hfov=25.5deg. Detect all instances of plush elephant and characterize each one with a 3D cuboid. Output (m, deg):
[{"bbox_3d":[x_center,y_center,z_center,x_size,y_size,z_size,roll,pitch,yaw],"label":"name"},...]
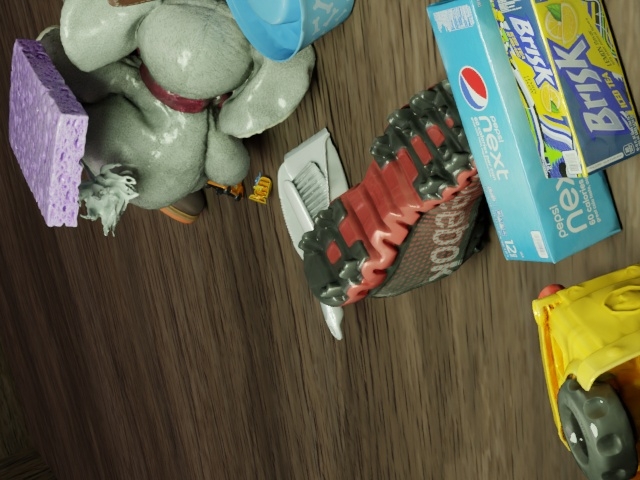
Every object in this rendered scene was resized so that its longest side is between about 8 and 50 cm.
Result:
[{"bbox_3d":[-0.155,-0.178,1.492,0.271,0.255,0.330,32,-157,-15],"label":"plush elephant"}]

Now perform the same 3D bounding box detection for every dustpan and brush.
[{"bbox_3d":[0.000,0.000,1.517,0.211,0.060,0.147,67,157,1],"label":"dustpan and brush"}]

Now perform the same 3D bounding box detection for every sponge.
[{"bbox_3d":[-0.273,-0.110,1.398,0.210,0.031,0.117,-129,42,-54],"label":"sponge"}]

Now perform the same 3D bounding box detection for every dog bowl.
[{"bbox_3d":[-0.054,-0.319,1.324,0.166,0.074,0.297,-3,108,66],"label":"dog bowl"}]

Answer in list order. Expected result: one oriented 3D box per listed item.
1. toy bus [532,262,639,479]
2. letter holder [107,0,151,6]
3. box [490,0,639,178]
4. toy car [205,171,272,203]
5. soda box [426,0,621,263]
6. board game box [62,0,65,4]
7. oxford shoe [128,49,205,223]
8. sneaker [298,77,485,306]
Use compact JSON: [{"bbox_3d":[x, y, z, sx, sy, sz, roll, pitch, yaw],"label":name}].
[{"bbox_3d":[0.231,0.123,1.045,0.211,0.149,0.220,-128,21,-61],"label":"toy bus"},{"bbox_3d":[-0.055,-0.281,1.065,0.152,0.301,0.214,61,157,12],"label":"letter holder"},{"bbox_3d":[0.174,-0.132,1.016,0.054,0.059,0.169,4,115,66],"label":"box"},{"bbox_3d":[-0.087,-0.067,1.703,0.122,0.060,0.041,15,82,42],"label":"toy car"},{"bbox_3d":[0.155,-0.092,1.078,0.067,0.071,0.210,4,115,64],"label":"soda box"},{"bbox_3d":[-0.225,-0.403,1.530,0.232,0.141,0.291,66,157,3],"label":"board game box"},{"bbox_3d":[-0.213,-0.140,1.814,0.271,0.098,0.097,57,-159,-25],"label":"oxford shoe"},{"bbox_3d":[0.098,-0.041,1.225,0.276,0.135,0.098,-51,49,39],"label":"sneaker"}]
